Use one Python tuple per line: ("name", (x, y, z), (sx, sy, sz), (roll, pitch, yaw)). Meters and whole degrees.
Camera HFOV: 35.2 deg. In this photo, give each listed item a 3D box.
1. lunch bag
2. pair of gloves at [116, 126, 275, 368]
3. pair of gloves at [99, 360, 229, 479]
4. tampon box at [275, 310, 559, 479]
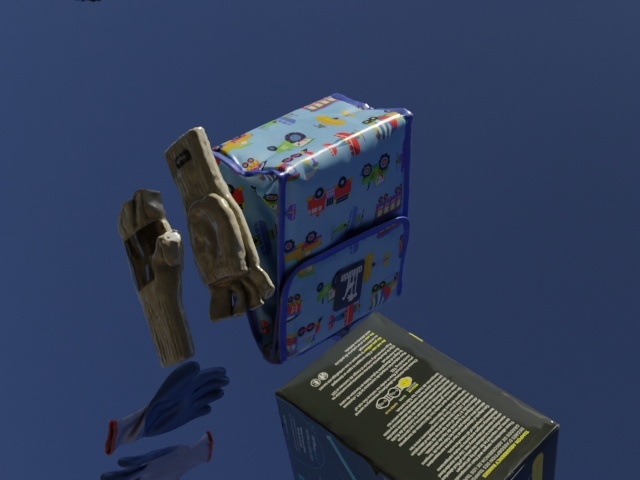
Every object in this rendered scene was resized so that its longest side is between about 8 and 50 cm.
("lunch bag", (0.000, 0.000, 1.231), (0.138, 0.221, 0.293), (21, -52, 41))
("pair of gloves", (-0.145, 0.014, 1.102), (0.240, 0.042, 0.204), (-40, -113, 47))
("pair of gloves", (-0.172, 0.214, 1.099), (0.023, 0.159, 0.198), (38, -48, 31))
("tampon box", (0.066, 0.150, 0.686), (0.161, 0.101, 0.121), (31, -35, 35))
